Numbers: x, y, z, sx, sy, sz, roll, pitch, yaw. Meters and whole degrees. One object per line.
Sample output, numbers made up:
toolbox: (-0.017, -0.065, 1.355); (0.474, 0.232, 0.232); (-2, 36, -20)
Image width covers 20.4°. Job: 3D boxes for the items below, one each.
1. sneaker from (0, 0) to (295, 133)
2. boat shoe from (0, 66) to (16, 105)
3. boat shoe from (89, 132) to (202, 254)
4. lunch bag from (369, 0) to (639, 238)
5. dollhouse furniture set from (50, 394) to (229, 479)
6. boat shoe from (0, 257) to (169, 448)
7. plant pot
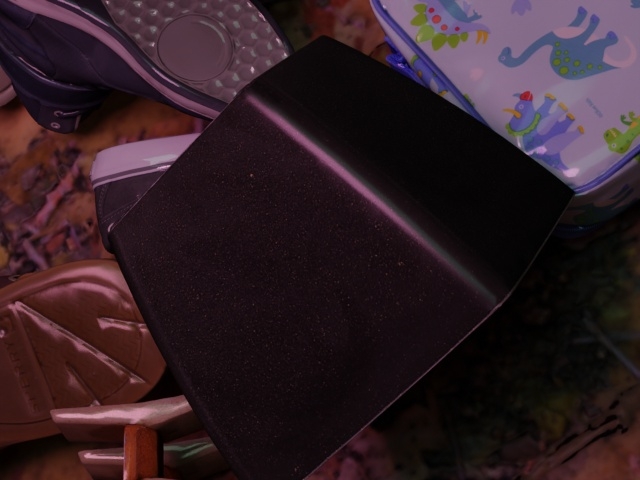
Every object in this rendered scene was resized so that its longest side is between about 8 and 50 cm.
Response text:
sneaker: (-0.113, -0.110, 1.111); (0.226, 0.163, 0.086); (31, 65, 11)
boat shoe: (-0.196, -0.243, 1.215); (0.096, 0.116, 0.324); (20, 78, 36)
boat shoe: (-0.038, -0.031, 1.105); (0.228, 0.080, 0.076); (-7, 74, 14)
lunch bag: (0.144, -0.122, 1.082); (0.176, 0.090, 0.219); (-38, 64, -2)
dollhouse furniture set: (-0.120, 0.209, 0.930); (0.135, 0.259, 0.262); (-5, 65, 3)
boat shoe: (-0.235, 0.083, 1.098); (0.342, 0.123, 0.123); (-18, 94, 14)
plant pot: (0.000, 0.000, 0.960); (0.167, 0.187, 0.188); (45, 116, 1)
